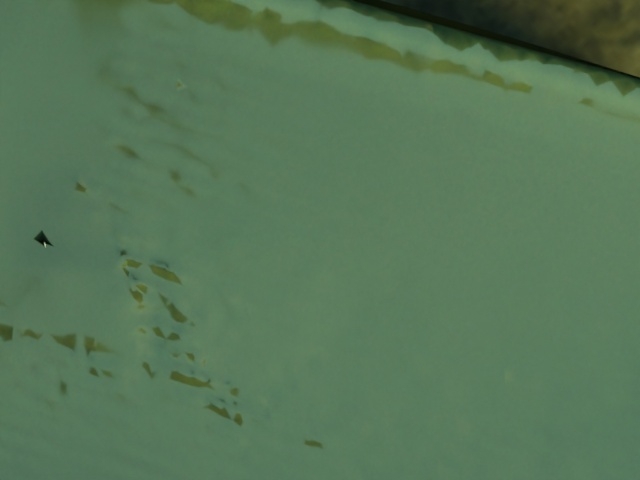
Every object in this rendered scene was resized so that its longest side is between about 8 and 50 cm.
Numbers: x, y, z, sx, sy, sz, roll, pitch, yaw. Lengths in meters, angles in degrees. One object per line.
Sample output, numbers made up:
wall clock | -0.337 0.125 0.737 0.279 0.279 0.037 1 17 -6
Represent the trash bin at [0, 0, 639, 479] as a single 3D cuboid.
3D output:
trash bin | 0.000 0.000 0.484 0.223 0.343 0.158 16 93 5
